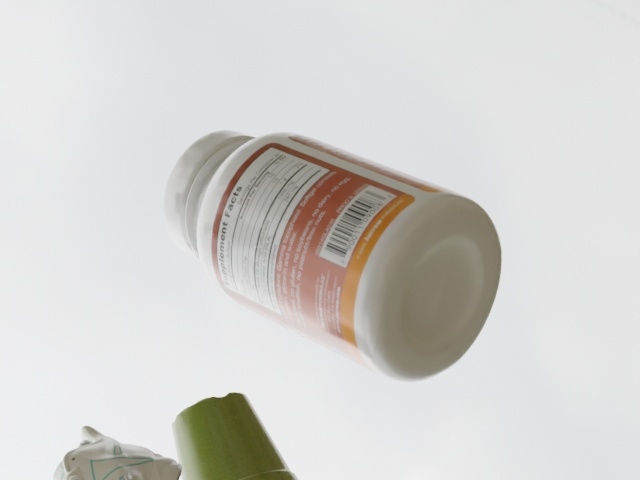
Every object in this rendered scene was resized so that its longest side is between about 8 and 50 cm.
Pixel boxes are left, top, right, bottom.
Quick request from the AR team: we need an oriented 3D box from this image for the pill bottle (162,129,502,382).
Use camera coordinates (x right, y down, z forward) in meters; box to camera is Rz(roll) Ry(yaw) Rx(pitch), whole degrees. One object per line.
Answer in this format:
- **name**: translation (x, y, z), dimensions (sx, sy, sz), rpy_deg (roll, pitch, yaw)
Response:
- **pill bottle**: translation (0.000, 0.000, 1.019), dimensions (0.121, 0.121, 0.216), rpy_deg (-9, -156, -43)

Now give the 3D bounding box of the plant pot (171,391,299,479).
- **plant pot**: translation (-0.055, 0.139, 0.979), dimensions (0.083, 0.083, 0.079), rpy_deg (-2, -121, -40)

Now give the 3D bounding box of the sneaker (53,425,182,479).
- **sneaker**: translation (-0.109, 0.138, 0.787), dimensions (0.061, 0.054, 0.152), rpy_deg (32, -169, -8)
